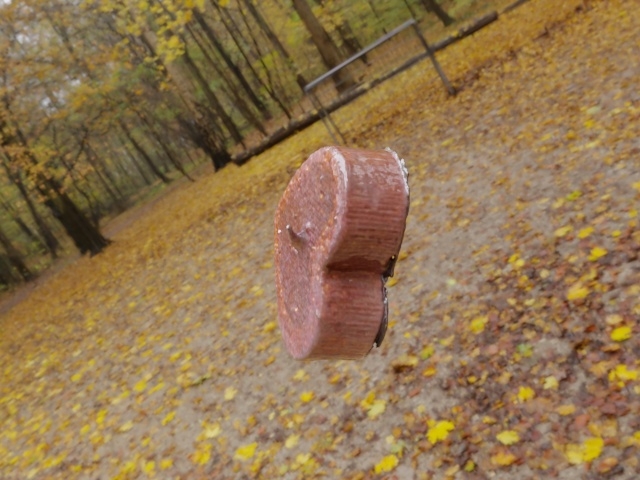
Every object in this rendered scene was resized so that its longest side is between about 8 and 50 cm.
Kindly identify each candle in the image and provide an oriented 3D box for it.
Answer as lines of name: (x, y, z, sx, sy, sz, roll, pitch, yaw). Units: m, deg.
candle: (0.000, 0.000, 0.928, 0.132, 0.316, 0.287, 5, 22, -22)
